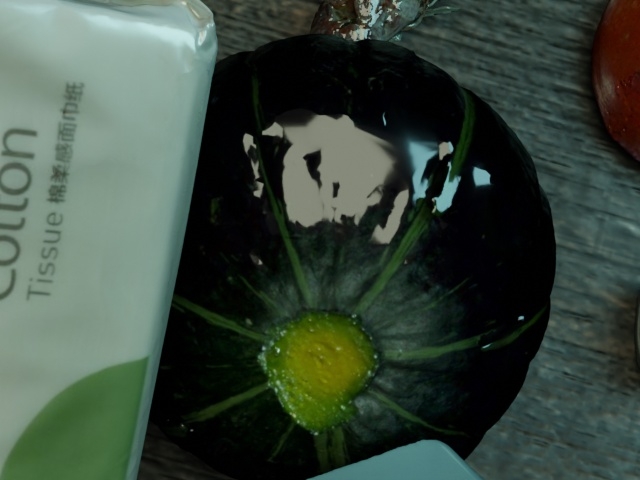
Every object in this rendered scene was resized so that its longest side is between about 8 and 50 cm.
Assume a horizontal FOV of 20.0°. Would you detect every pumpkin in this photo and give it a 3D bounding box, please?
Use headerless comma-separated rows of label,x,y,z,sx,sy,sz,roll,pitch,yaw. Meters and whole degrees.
pumpkin,0.000,0.000,1.150,0.296,0.296,0.296,1,76,-6

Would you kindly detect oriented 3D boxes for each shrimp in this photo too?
shrimp,0.058,-0.190,1.285,0.073,0.075,0.190,26,61,34

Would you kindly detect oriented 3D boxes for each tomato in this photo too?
tomato,0.291,-0.130,1.277,0.189,0.099,0.173,2,75,-7

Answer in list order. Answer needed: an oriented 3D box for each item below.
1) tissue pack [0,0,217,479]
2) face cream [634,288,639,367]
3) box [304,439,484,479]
tissue pack,-0.198,0.014,0.981,0.194,0.266,0.356,6,104,-26
face cream,0.347,0.065,1.246,0.250,0.077,0.077,5,76,-3
box,0.020,0.220,1.032,0.227,0.162,0.130,-17,43,-27
